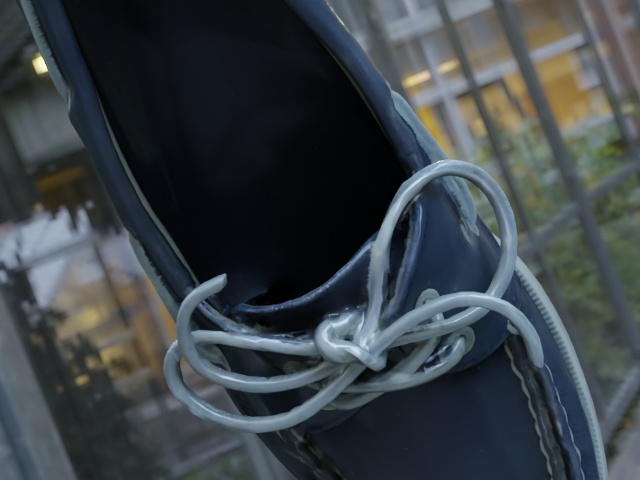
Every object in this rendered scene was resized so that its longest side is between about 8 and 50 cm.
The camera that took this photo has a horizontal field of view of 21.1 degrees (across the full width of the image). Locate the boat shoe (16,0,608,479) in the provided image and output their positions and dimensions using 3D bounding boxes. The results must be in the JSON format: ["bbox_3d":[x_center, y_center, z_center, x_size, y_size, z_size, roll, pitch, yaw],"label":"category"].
[{"bbox_3d":[0.000,0.000,0.441,0.095,0.254,0.079,-26,13,6],"label":"boat shoe"}]
